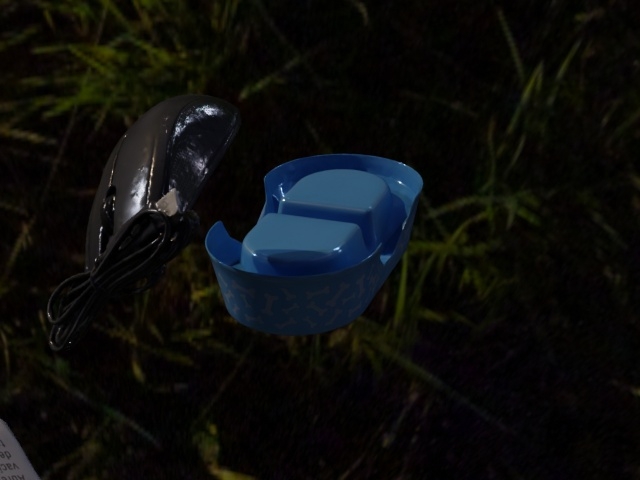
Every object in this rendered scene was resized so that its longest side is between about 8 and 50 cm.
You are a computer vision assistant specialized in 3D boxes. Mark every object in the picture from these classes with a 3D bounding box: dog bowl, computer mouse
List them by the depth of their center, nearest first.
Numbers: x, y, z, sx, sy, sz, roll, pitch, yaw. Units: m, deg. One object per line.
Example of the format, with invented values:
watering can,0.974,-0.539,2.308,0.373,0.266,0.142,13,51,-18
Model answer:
computer mouse,-0.144,-0.046,1.034,0.072,0.188,0.272,40,36,-15
dog bowl,0.000,0.000,1.240,0.166,0.074,0.297,8,28,19

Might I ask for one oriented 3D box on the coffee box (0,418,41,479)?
coffee box,-0.084,0.204,0.275,0.119,0.168,0.297,2,37,-48
